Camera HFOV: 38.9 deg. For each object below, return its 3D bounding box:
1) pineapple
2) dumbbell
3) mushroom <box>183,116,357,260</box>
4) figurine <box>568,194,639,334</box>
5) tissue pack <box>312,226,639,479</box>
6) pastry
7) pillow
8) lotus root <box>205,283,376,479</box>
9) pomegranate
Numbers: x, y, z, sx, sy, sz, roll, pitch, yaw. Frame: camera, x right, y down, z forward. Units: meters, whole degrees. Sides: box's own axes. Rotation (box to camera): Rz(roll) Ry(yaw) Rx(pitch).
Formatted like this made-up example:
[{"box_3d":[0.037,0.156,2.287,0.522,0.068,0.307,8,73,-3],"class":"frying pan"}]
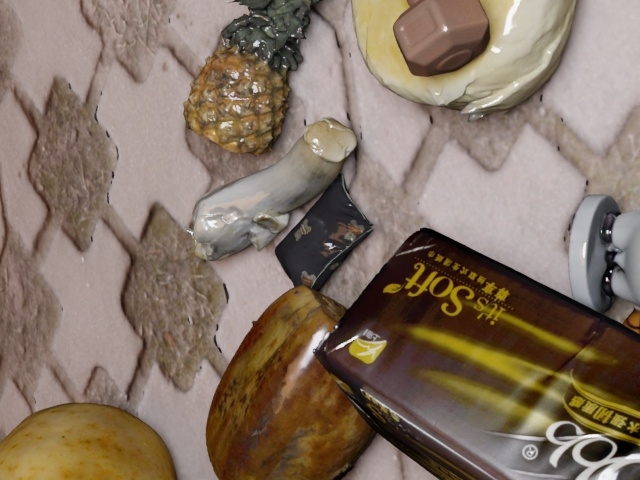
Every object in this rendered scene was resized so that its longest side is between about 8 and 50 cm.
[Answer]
[{"box_3d":[-0.071,-0.228,1.089,0.128,0.128,0.248,32,105,27],"class":"pineapple"},{"box_3d":[0.081,-0.265,0.847,0.092,0.082,0.230,-31,75,37],"class":"dumbbell"},{"box_3d":[-0.065,-0.059,1.107,0.278,0.096,0.099,-30,46,30],"class":"mushroom"},{"box_3d":[0.357,0.032,0.818,0.236,0.133,0.175,2,104,36],"class":"figurine"},{"box_3d":[0.206,0.162,0.838,0.370,0.210,0.198,29,70,38],"class":"tissue pack"},{"box_3d":[0.142,-0.254,0.932,0.265,0.133,0.264,3,96,34],"class":"pastry"},{"box_3d":[0.000,0.000,1.097,0.150,0.048,0.090,-48,67,27],"class":"pillow"},{"box_3d":[-0.025,0.199,1.068,0.193,0.193,0.290,39,111,25],"class":"lotus root"},{"box_3d":[-0.313,0.364,1.193,0.307,0.307,0.307,3,96,33],"class":"pomegranate"}]
